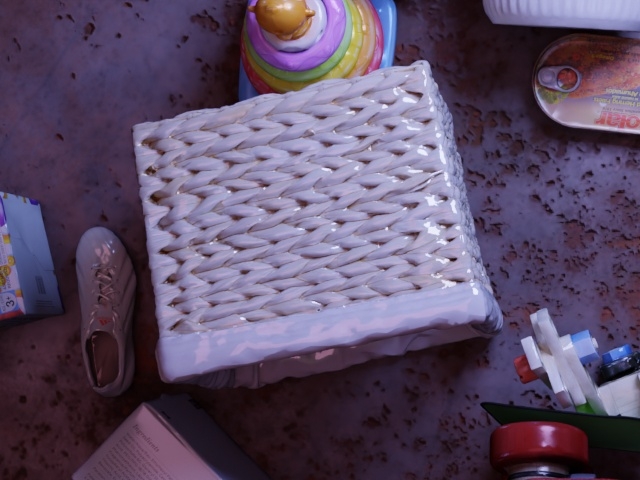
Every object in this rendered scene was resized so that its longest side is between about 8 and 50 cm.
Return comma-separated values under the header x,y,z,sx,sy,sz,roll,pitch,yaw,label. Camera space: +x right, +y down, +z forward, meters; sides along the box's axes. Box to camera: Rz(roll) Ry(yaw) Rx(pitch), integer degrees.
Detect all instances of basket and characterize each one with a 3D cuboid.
x,y,z,sx,sy,sz,roll,pitch,yaw,label
0.000,0.000,1.612,0.331,0.328,0.266,-13,82,8,basket

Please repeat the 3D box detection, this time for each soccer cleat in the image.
x,y,z,sx,sy,sz,roll,pitch,yaw,label
-0.244,0.080,1.764,0.068,0.076,0.196,-7,86,8,soccer cleat

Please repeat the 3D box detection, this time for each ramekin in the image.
x,y,z,sx,sy,sz,roll,pitch,yaw,label
0.267,-0.279,1.647,0.207,0.207,0.109,5,97,8,ramekin

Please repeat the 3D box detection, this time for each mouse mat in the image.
x,y,z,sx,sy,sz,roll,pitch,yaw,label
0.275,0.198,1.630,0.190,0.152,0.007,3,71,24,mouse mat

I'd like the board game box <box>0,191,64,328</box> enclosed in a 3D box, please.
x,y,z,sx,sy,sz,roll,pitch,yaw,label
-0.455,0.049,1.762,0.275,0.144,0.142,-15,85,6,board game box

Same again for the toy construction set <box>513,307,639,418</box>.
x,y,z,sx,sy,sz,roll,pitch,yaw,label
0.369,0.127,1.599,0.328,0.215,0.151,-8,88,13,toy construction set

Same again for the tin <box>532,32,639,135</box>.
x,y,z,sx,sy,sz,roll,pitch,yaw,label
0.329,-0.169,1.713,0.190,0.040,0.106,8,85,9,tin

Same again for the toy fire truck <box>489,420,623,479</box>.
x,y,z,sx,sy,sz,roll,pitch,yaw,label
0.305,0.291,1.574,0.254,0.302,0.169,-3,66,11,toy fire truck

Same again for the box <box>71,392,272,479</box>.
x,y,z,sx,sy,sz,roll,pitch,yaw,label
-0.148,0.271,1.689,0.182,0.181,0.119,45,95,8,box

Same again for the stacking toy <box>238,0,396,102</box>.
x,y,z,sx,sy,sz,roll,pitch,yaw,label
-0.024,-0.222,1.631,0.175,0.302,0.165,6,89,9,stacking toy
